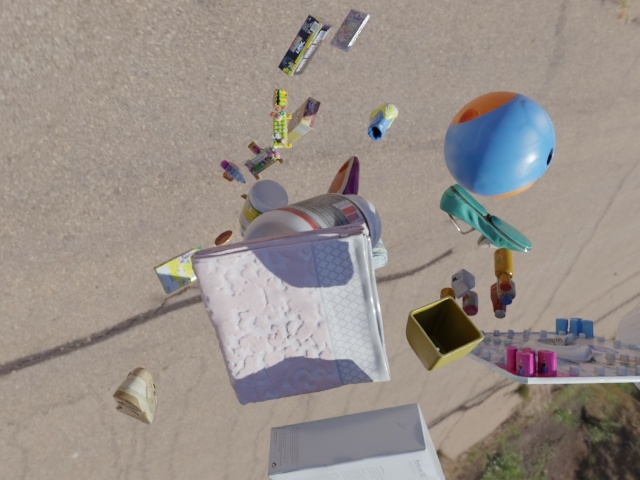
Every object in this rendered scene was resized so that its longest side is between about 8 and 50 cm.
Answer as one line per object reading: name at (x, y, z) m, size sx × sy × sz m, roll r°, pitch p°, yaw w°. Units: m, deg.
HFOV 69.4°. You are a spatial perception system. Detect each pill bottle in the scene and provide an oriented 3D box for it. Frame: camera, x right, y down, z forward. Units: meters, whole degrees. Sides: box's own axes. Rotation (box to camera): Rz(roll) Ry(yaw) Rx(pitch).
pill bottle at (0.000, 0.000, 1.104) m, size 0.363 × 0.210 × 0.210 m, roll -26°, pitch 142°, yaw -56°
pill bottle at (-0.181, -0.080, 1.399) m, size 0.117 × 0.118 × 0.208 m, roll -16°, pitch 158°, yaw -31°

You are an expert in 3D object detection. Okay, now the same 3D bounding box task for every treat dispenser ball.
treat dispenser ball at (0.488, -0.262, 1.278) m, size 0.288 × 0.288 × 0.288 m, roll -24°, pitch 136°, yaw -25°

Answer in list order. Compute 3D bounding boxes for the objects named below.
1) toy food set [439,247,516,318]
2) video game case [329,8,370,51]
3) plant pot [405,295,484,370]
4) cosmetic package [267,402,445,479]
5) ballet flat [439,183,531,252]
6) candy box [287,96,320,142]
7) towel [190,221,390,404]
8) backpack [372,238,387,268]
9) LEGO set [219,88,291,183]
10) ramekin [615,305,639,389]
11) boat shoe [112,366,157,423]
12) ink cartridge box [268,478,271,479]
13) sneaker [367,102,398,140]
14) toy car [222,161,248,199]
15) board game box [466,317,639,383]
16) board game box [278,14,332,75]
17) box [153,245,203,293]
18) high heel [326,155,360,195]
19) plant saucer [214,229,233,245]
toy food set at (0.382, 0.129, 1.097) m, size 0.111 × 0.105 × 0.232 m, roll 31°, pitch 135°, yaw -15°
video game case at (0.087, -0.634, 1.394) m, size 0.011 × 0.087 × 0.122 m, roll 23°, pitch 106°, yaw -46°
plant pot at (0.177, 0.149, 0.694) m, size 0.081 × 0.082 × 0.083 m, roll -17°, pitch 141°, yaw -22°
cosmetic package at (0.096, 0.474, 0.930) m, size 0.284 × 0.098 × 0.377 m, roll -12°, pitch 132°, yaw 12°
ballet flat at (0.397, -0.036, 1.142) m, size 0.087 × 0.247 × 0.083 m, roll -54°, pitch 175°, yaw 33°
candy box at (-0.071, -0.445, 1.717) m, size 0.053 × 0.186 × 0.109 m, roll 23°, pitch 75°, yaw -22°
towel at (-0.045, 0.147, 0.852) m, size 0.316 × 0.053 × 0.332 m, roll -10°, pitch 111°, yaw 5°
backpack at (0.153, 0.058, 1.703) m, size 0.181 × 0.115 × 0.152 m, roll -19°, pitch 156°, yaw 2°
LEGO set at (-0.148, -0.277, 1.236) m, size 0.287 × 0.132 × 0.107 m, roll -56°, pitch 172°, yaw 0°
ramekin at (0.851, 0.261, 1.091) m, size 0.277 × 0.277 × 0.135 m, roll -26°, pitch 162°, yaw -23°
boat shoe at (-0.558, 0.488, 1.440) m, size 0.110 × 0.121 × 0.341 m, roll -67°, pitch -175°, yaw -34°
ink cartridge box at (0.046, 0.590, 1.249) m, size 0.296 × 0.066 × 0.261 m, roll -36°, pitch 159°, yaw 28°
sneaker at (0.207, -0.428, 1.731) m, size 0.126 × 0.091 × 0.240 m, roll -56°, pitch -178°, yaw -6°
toy car at (-0.248, -0.186, 1.431) m, size 0.122 × 0.040 × 0.060 m, roll 49°, pitch 62°, yaw -29°
board game box at (0.482, 0.209, 0.945) m, size 0.389 × 0.390 × 0.051 m, roll 1°, pitch 89°, yaw -7°
board game box at (-0.044, -0.574, 1.364) m, size 0.170 × 0.048 × 0.141 m, roll -52°, pitch -177°, yaw 25°
box at (-0.482, 0.100, 1.630) m, size 0.179 × 0.043 × 0.105 m, roll -29°, pitch 109°, yaw -27°
high heel at (0.103, -0.074, 1.494) m, size 0.181 × 0.127 × 0.378 m, roll 19°, pitch 86°, yaw -23°
plant saucer at (-0.374, -0.007, 1.797) m, size 0.083 × 0.083 × 0.013 m, roll -38°, pitch 122°, yaw -10°
